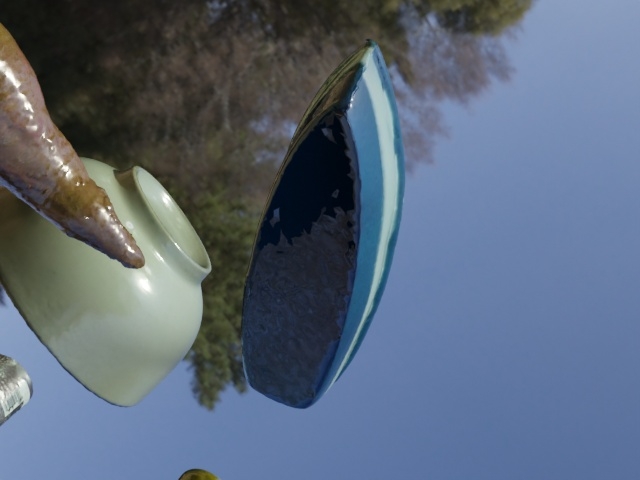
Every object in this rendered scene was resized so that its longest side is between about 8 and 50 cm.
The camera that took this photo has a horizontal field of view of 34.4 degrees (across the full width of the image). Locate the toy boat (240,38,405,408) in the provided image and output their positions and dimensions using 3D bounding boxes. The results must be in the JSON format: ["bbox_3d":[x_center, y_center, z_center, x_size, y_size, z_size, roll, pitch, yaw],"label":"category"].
[{"bbox_3d":[0.000,0.000,0.728,0.096,0.299,0.062,23,-141,14],"label":"toy boat"}]

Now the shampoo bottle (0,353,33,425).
[{"bbox_3d":[-0.339,0.179,0.907,0.063,0.057,0.208,1,-152,29],"label":"shampoo bottle"}]

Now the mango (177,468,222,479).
[{"bbox_3d":[-0.162,0.435,1.300,0.146,0.129,0.289,151,-47,-67],"label":"mango"}]

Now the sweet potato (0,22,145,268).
[{"bbox_3d":[-0.159,-0.070,0.486,0.068,0.226,0.068,-41,-158,21],"label":"sweet potato"}]

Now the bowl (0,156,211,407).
[{"bbox_3d":[-0.269,0.023,1.370,0.185,0.354,0.354,-34,-155,5],"label":"bowl"}]
